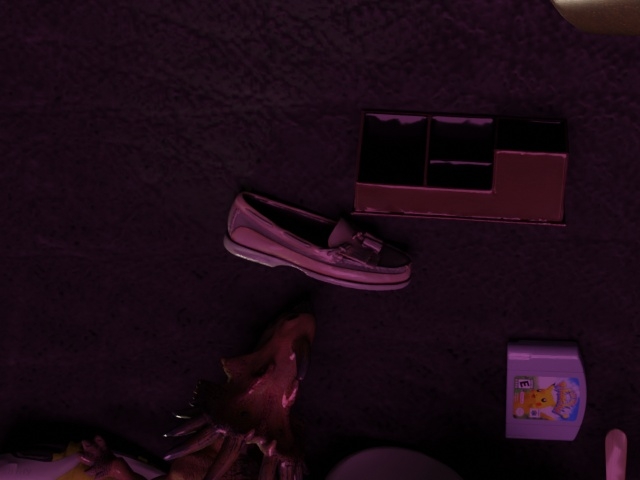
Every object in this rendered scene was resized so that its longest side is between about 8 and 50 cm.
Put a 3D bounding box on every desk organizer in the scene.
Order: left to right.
[{"bbox_3d":[0.085,-0.045,0.880,0.130,0.047,0.050,3,123,6],"label":"desk organizer"}]

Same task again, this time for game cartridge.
[{"bbox_3d":[0.155,0.105,0.993,0.056,0.017,0.083,-1,125,5],"label":"game cartridge"}]

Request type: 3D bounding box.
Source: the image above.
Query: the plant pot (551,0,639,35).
[{"bbox_3d":[0.217,-0.184,0.683,0.230,0.215,0.215,-17,122,37],"label":"plant pot"}]

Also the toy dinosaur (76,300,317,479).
[{"bbox_3d":[-0.054,0.204,0.972,0.200,0.127,0.296,-22,81,59],"label":"toy dinosaur"}]

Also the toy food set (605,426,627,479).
[{"bbox_3d":[0.298,0.160,0.984,0.218,0.071,0.128,-9,97,12],"label":"toy food set"}]

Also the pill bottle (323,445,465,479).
[{"bbox_3d":[0.041,0.263,1.059,0.117,0.117,0.208,12,126,0],"label":"pill bottle"}]

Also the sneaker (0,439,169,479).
[{"bbox_3d":[-0.121,0.303,1.095,0.145,0.147,0.385,-30,114,28],"label":"sneaker"}]

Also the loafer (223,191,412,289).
[{"bbox_3d":[0.000,0.000,0.928,0.125,0.045,0.039,12,119,4],"label":"loafer"}]
